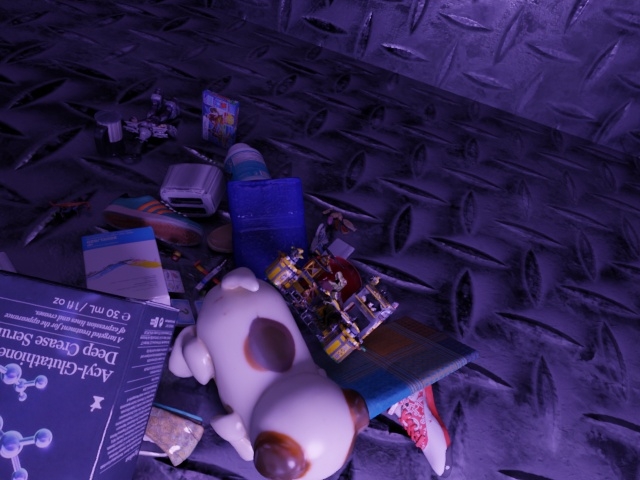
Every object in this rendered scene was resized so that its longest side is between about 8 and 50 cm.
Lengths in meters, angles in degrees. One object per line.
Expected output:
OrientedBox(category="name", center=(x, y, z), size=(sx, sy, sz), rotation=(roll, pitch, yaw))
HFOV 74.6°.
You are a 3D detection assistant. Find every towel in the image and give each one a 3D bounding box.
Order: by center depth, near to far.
OrientedBox(category="towel", center=(0.173, 0.303, 1.065), size=(0.370, 0.040, 0.271), rotation=(-14, 19, -29))
OrientedBox(category="towel", center=(-0.154, -0.032, 1.256), size=(0.228, 0.076, 0.308), rotation=(-5, 86, -17))

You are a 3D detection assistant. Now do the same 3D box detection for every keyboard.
OrientedBox(category="keyboard", center=(0.020, 0.076, 1.349), size=(0.072, 0.014, 0.256), rotation=(28, 45, 18))

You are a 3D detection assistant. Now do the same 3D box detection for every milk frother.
OrientedBox(category="milk frother", center=(-0.698, -0.356, 1.457), size=(0.143, 0.134, 0.129), rotation=(1, 48, -16))

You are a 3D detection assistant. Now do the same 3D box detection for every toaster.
OrientedBox(category="toaster", center=(-0.401, -0.160, 1.348), size=(0.227, 0.129, 0.146), rotation=(3, 49, 7))

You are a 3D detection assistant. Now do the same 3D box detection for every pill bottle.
OrientedBox(category="pill bottle", center=(-0.251, -0.223, 1.459), size=(0.146, 0.146, 0.264), rotation=(-6, 49, -22))

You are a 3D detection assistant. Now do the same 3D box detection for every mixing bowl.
OrientedBox(category="mixing bowl", center=(0.020, 0.142, 1.205), size=(0.182, 0.098, 0.181), rotation=(3, 64, -7))

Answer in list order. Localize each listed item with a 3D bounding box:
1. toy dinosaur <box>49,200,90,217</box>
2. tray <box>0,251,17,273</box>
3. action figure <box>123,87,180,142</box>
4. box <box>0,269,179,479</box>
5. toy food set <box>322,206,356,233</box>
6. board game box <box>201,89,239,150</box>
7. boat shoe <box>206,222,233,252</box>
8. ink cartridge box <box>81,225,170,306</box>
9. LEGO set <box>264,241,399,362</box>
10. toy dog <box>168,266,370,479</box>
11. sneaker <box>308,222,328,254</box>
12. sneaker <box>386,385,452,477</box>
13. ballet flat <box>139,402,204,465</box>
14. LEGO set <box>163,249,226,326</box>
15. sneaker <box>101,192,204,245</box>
OrientedBox(category="toy dinosaur", center=(-0.733, -0.099, 1.248), size=(0.082, 0.090, 0.047), rotation=(-24, 69, 3))
OrientedBox(category="tray", center=(-0.805, 0.133, 1.024), size=(0.145, 0.030, 0.270), rotation=(-28, 60, -37))
OrientedBox(category="action figure", center=(-0.631, -0.461, 1.614), size=(0.185, 0.099, 0.285), rotation=(18, 48, -10))
OrientedBox(category="box", center=(-0.465, 0.274, 0.729), size=(0.294, 0.212, 0.395), rotation=(12, 77, 0))
OrientedBox(category="toy food set", center=(0.062, -0.062, 1.491), size=(0.078, 0.019, 0.122), rotation=(-28, 67, -36))
OrientedBox(category="board game box", center=(-0.385, -0.454, 1.602), size=(0.136, 0.201, 0.035), rotation=(23, 44, 5))
OrientedBox(category="boat shoe", center=(-0.211, -0.044, 1.330), size=(0.302, 0.098, 0.109), rotation=(-14, 53, -28))
OrientedBox(category="ink cartridge box", center=(-0.477, 0.115, 1.041), size=(0.168, 0.171, 0.232), rotation=(-10, 50, -25))
OrientedBox(category="LEGO set", center=(0.043, 0.118, 1.021), size=(0.192, 0.255, 0.331), rotation=(-43, 62, 5))
OrientedBox(category="toy dog", center=(-0.084, 0.283, 0.862), size=(0.285, 0.395, 0.408), rotation=(-9, 43, -40))
OrientedBox(category="sneaker", center=(0.000, 0.000, 1.395), size=(0.058, 0.052, 0.135), rotation=(28, 48, -8))
OrientedBox(category="sneaker", center=(0.210, 0.426, 1.012), size=(0.145, 0.090, 0.270), rotation=(5, 42, -11))
OrientedBox(category="ballet flat", center=(-0.418, 0.362, 0.869), size=(0.349, 0.123, 0.123), rotation=(21, 45, 4))
OrientedBox(category="LEGO set", center=(-0.320, 0.120, 1.125), size=(0.182, 0.060, 0.244), rotation=(14, 36, -44))
OrientedBox(category="sneaker", center=(-0.487, -0.077, 1.270), size=(0.302, 0.108, 0.121), rotation=(16, 49, 0))
